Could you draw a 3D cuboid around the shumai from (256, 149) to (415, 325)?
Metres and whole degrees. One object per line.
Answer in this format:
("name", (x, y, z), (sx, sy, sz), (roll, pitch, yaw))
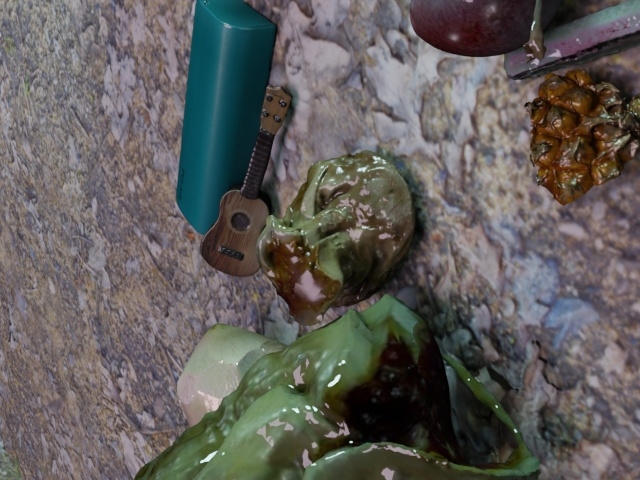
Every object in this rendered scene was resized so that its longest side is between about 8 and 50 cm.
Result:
("shumai", (0.000, 0.000, 0.949), (0.209, 0.153, 0.161), (-27, 89, 53))

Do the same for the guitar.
("guitar", (-0.083, -0.075, 1.105), (0.084, 0.038, 0.271), (18, 120, -2))

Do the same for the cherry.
("cherry", (0.124, -0.177, 0.690), (0.148, 0.115, 0.188), (-11, 63, 34))

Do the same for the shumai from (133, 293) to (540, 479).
("shumai", (0.028, 0.230, 0.901), (0.395, 0.395, 0.348), (35, 104, 42))

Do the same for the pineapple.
("pineapple", (0.223, -0.081, 0.683), (0.114, 0.077, 0.114), (-8, 64, 36))

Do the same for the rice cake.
("rice cake", (0.222, -0.158, 0.671), (0.207, 0.033, 0.033), (-8, 88, 54))

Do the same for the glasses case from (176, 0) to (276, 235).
("glasses case", (-0.134, -0.155, 1.135), (0.117, 0.070, 0.301), (43, 137, 37))

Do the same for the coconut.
("coconut", (-0.100, 0.193, 1.154), (0.171, 0.171, 0.183), (-16, 93, 55))
